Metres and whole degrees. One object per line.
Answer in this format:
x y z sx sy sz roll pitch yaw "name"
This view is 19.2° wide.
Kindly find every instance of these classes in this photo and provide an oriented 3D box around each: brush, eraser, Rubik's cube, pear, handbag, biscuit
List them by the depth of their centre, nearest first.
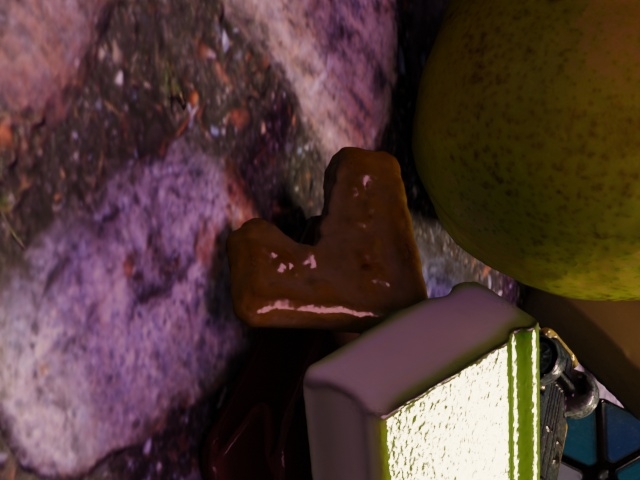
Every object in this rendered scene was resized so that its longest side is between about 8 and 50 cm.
0.089 0.191 1.514 0.210 0.092 0.274 -27 125 -39 "eraser"
0.000 0.000 1.528 0.183 0.039 0.174 3 62 -30 "biscuit"
0.015 0.153 1.607 0.260 0.084 0.275 63 39 -39 "handbag"
0.287 -0.114 1.784 0.391 0.391 0.391 -12 103 -61 "pear"
0.319 0.104 2.070 0.059 0.197 0.123 -54 166 32 "brush"
0.310 0.254 2.181 0.234 0.284 0.250 -69 -179 -71 "Rubik's cube"

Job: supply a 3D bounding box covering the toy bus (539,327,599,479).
0.178 0.256 1.874 0.121 0.123 0.335 42 56 -54 "toy bus"
